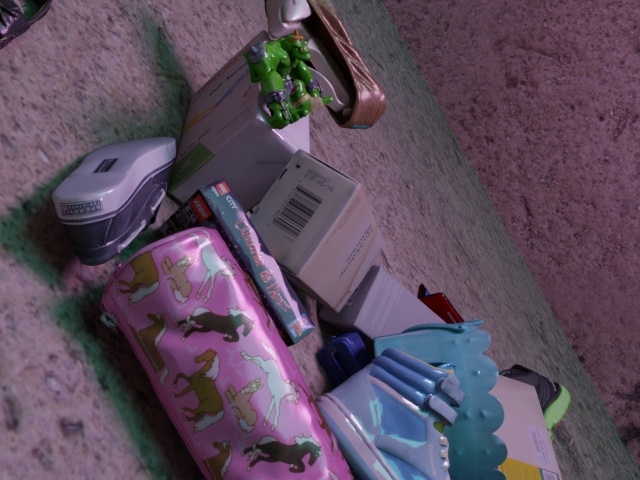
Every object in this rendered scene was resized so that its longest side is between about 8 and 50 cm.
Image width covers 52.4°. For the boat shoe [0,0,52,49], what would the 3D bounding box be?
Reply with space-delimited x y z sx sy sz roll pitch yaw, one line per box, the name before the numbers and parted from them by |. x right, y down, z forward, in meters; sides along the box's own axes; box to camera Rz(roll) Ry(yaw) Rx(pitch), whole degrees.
boat shoe | -0.414 -0.291 0.827 0.080 0.073 0.223 49 27 -20

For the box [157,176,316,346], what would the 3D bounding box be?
box | -0.120 0.049 0.888 0.044 0.159 0.233 -32 90 -38

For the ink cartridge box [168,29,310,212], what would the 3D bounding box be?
ink cartridge box | -0.129 -0.211 1.104 0.119 0.207 0.353 38 31 -31

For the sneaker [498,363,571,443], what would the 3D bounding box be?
sneaker | 0.450 0.427 1.556 0.202 0.185 0.483 38 21 20

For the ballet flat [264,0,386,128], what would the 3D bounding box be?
ballet flat | -0.017 -0.331 1.103 0.124 0.116 0.342 -38 99 -46

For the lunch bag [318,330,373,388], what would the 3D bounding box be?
lunch bag | 0.043 0.207 1.121 0.098 0.067 0.065 60 25 0

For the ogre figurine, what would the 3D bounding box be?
ogre figurine | -0.051 -0.230 0.930 0.197 0.097 0.118 -40 109 -46

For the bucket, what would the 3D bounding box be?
bucket | 0.188 0.270 1.071 0.281 0.183 0.281 -4 90 -85

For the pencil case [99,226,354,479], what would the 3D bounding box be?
pencil case | -0.108 0.179 0.772 0.386 0.167 0.160 59 6 3

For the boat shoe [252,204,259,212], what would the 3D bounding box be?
boat shoe | -0.013 -0.026 1.234 0.320 0.103 0.118 48 27 -23

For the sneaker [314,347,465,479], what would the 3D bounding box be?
sneaker | 0.153 0.286 0.885 0.319 0.208 0.127 52 -19 -4

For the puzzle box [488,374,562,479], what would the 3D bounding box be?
puzzle box | 0.320 0.397 1.251 0.272 0.052 0.409 20 30 -6

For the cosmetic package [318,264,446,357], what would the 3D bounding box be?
cosmetic package | 0.124 0.153 1.239 0.238 0.107 0.127 43 65 -37

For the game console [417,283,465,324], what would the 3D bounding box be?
game console | 0.318 0.175 1.648 0.144 0.124 0.085 53 52 -12

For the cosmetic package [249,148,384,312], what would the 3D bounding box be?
cosmetic package | 0.000 0.000 1.018 0.113 0.160 0.309 32 -6 19

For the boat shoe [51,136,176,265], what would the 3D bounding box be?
boat shoe | -0.253 -0.060 0.850 0.301 0.108 0.102 -92 176 -66
